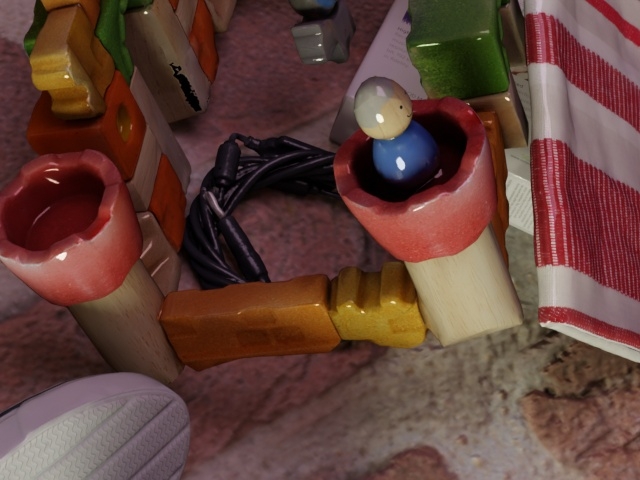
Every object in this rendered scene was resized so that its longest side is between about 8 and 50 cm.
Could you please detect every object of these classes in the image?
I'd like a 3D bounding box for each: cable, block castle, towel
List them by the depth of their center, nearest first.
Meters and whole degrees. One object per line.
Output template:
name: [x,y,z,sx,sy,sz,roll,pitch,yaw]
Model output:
block castle: [-0.024,-0.146,1.050,0.303,0.213,0.453,-7,49,18]
towel: [0.201,-0.087,1.124,0.237,0.037,0.329,20,66,-55]
cable: [0.000,0.000,1.139,0.184,0.047,0.150,23,51,-2]

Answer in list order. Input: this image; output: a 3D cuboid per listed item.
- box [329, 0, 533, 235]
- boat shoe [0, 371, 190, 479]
box: [0.168,-0.151,1.302,0.232,0.058,0.322,26,52,1]
boat shoe: [-0.220,0.156,0.901,0.119,0.121,0.335,18,34,39]
